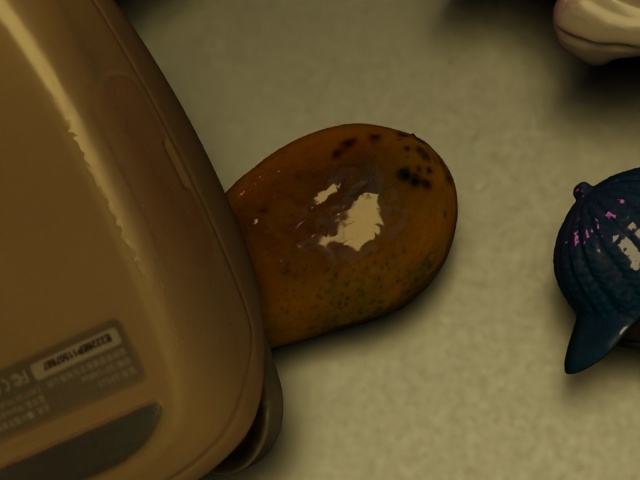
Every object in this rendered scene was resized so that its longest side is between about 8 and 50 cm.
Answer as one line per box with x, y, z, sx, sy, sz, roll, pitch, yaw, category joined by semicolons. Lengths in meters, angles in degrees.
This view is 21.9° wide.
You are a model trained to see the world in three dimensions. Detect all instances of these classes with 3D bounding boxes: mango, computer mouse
0.000;0.000;0.645;0.114;0.057;0.079;-33;77;4;mango
-0.108;-0.006;0.614;0.145;0.082;0.236;-27;95;23;computer mouse

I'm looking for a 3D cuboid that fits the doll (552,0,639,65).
0.190;-0.112;0.614;0.208;0.144;0.271;-40;68;-13;doll

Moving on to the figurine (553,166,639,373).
0.153;0.021;0.613;0.136;0.079;0.077;13;34;13;figurine
